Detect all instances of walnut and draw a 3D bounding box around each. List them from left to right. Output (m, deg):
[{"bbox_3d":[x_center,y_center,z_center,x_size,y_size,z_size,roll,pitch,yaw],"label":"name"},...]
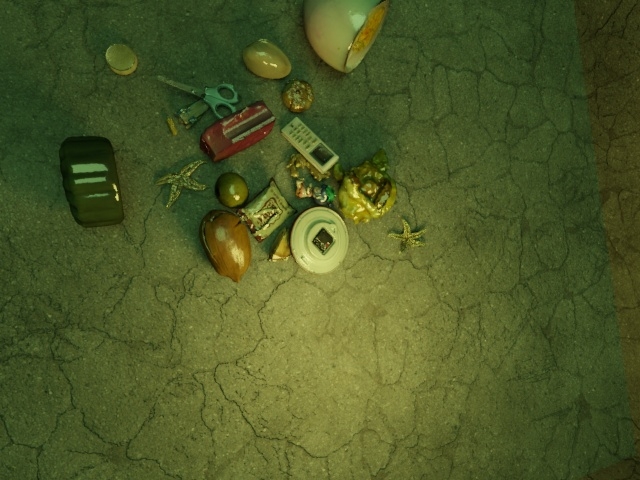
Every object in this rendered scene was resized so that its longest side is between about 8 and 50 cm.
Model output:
[{"bbox_3d":[-0.398,0.028,1.753,0.209,0.209,0.336,-18,107,-14],"label":"walnut"}]

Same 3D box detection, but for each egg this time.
[{"bbox_3d":[0.071,-0.978,1.802,0.339,0.354,0.354,36,81,4],"label":"egg"}]

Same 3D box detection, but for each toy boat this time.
[{"bbox_3d":[-0.534,-0.574,1.782,0.210,0.066,0.084,-46,113,-22],"label":"toy boat"}]

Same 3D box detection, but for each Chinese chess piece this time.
[{"bbox_3d":[-0.829,-0.754,1.705,0.122,0.051,0.122,0,89,-13],"label":"Chinese chess piece"}]

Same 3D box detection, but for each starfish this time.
[{"bbox_3d":[-0.585,-0.252,1.774,0.247,0.050,0.138,-29,99,-10],"label":"starfish"},{"bbox_3d":[0.434,-0.029,2.043,0.208,0.053,0.176,-11,93,-18],"label":"starfish"}]

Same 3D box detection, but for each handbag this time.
[{"bbox_3d":[-0.242,-0.133,1.828,0.235,0.127,0.213,-41,128,-10],"label":"handbag"}]

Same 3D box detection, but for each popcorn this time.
[{"bbox_3d":[0.191,-0.242,1.888,0.325,0.290,0.321,24,44,16],"label":"popcorn"}]

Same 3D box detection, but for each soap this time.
[{"bbox_3d":[-0.359,-0.460,1.746,0.324,0.220,0.127,-31,94,-14],"label":"soap"}]

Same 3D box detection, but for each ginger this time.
[{"bbox_3d":[-0.059,-0.343,1.899,0.193,0.052,0.176,-25,81,-34],"label":"ginger"}]

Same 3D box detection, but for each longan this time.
[{"bbox_3d":[-0.380,-0.220,1.791,0.145,0.176,0.155,14,109,26],"label":"longan"}]

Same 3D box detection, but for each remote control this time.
[{"bbox_3d":[-0.049,-0.437,1.874,0.103,0.055,0.277,-44,83,-11],"label":"remote control"}]

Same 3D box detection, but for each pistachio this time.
[{"bbox_3d":[-0.238,-0.810,1.827,0.223,0.126,0.152,10,122,-19],"label":"pistachio"}]

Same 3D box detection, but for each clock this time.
[{"bbox_3d":[0.000,0.000,1.878,0.318,0.080,0.319,0,89,-29],"label":"clock"}]

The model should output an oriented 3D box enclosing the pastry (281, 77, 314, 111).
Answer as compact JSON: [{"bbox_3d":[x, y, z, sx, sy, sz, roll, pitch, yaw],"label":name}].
[{"bbox_3d":[-0.104,-0.667,1.884,0.153,0.081,0.153,-2,96,-24],"label":"pastry"}]

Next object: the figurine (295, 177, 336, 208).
[{"bbox_3d":[-0.022,-0.221,1.892,0.195,0.111,0.102,14,118,5],"label":"figurine"}]

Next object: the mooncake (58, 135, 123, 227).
[{"bbox_3d":[-0.871,-0.221,1.564,0.187,0.351,0.351,-7,92,-26],"label":"mooncake"}]

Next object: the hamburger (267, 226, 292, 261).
[{"bbox_3d":[-0.170,0.036,1.874,0.102,0.087,0.176,34,70,-30],"label":"hamburger"}]

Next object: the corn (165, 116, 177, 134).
[{"bbox_3d":[-0.646,-0.496,1.767,0.028,0.027,0.083,-20,98,3],"label":"corn"}]

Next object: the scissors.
[{"bbox_3d":[-0.511,-0.630,1.747,0.360,0.029,0.191,14,72,-30],"label":"scissors"}]
